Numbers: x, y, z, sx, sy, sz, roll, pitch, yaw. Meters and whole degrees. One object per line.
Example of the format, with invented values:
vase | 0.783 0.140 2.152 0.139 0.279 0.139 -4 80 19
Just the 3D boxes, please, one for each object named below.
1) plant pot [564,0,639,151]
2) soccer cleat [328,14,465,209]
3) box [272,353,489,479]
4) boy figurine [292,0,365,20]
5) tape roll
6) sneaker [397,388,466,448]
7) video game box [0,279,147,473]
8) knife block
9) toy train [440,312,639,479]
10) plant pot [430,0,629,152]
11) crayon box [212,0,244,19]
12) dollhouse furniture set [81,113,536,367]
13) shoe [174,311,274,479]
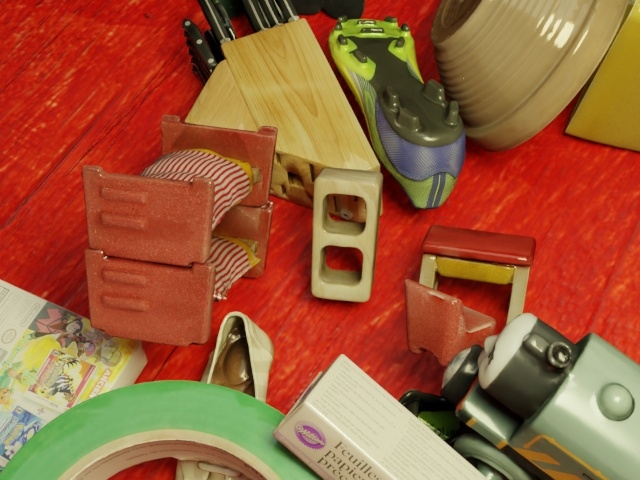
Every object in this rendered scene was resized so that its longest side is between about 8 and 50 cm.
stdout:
plant pot | 0.387 -0.197 1.270 0.187 0.212 0.212 26 62 5
soccer cleat | 0.068 -0.138 1.314 0.093 0.121 0.289 -7 36 -13
box | 0.110 0.225 1.014 0.324 0.063 0.067 40 47 0
boy figurine | 0.023 -0.389 1.484 0.177 0.092 0.285 7 57 10
tape roll | -0.120 0.276 1.034 0.321 0.077 0.321 0 68 1
sneaker | 0.066 0.166 1.128 0.170 0.075 0.063 -7 57 1
video game box | -0.291 0.148 1.190 0.187 0.048 0.205 21 62 20
knife block | -0.026 -0.167 1.344 0.275 0.088 0.242 18 61 17
toy train | 0.249 0.180 1.005 0.334 0.190 0.142 37 65 5
plant pot | 0.185 -0.214 1.257 0.109 0.237 0.237 31 59 -18
crayon box | -0.171 -0.421 1.457 0.081 0.202 0.318 -29 58 -13
dollhouse furniture set | 0.000 0.000 1.144 0.374 0.152 0.201 7 20 10
shoe | -0.088 0.165 1.153 0.076 0.058 0.219 4 58 8
